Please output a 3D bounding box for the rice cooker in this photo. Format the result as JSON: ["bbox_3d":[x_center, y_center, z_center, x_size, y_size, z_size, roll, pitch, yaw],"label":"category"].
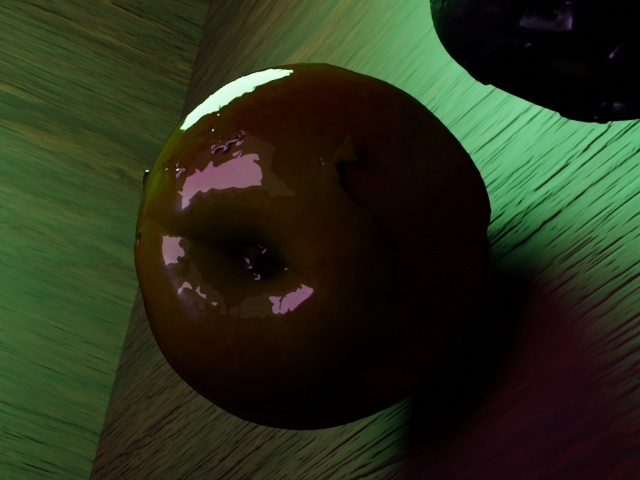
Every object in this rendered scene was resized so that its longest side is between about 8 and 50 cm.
[{"bbox_3d":[0.221,-0.222,1.386,0.267,0.267,0.224,-15,55,68],"label":"rice cooker"}]

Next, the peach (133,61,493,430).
[{"bbox_3d":[0.000,0.000,1.645,0.370,0.370,0.370,-54,22,34],"label":"peach"}]
